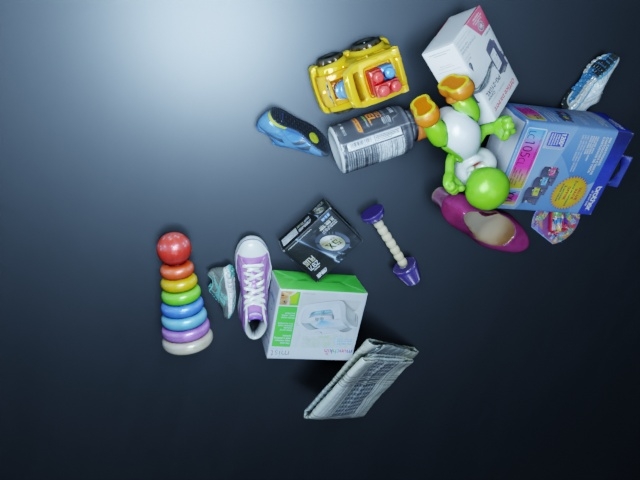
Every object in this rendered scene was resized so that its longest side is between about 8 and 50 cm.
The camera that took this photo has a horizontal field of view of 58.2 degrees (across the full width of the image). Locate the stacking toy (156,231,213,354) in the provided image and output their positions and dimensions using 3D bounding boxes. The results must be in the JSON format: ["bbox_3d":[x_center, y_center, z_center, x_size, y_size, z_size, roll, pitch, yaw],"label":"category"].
[{"bbox_3d":[-0.382,0.136,1.553,0.141,0.141,0.330,-9,110,-10],"label":"stacking toy"}]

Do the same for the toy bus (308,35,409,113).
[{"bbox_3d":[0.102,-0.381,1.384,0.220,0.211,0.149,-22,119,-2],"label":"toy bus"}]

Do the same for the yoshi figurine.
[{"bbox_3d":[0.374,-0.213,1.420,0.362,0.204,0.203,52,50,-34],"label":"yoshi figurine"}]

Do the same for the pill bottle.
[{"bbox_3d":[0.153,-0.270,1.492,0.246,0.130,0.130,-19,117,-6],"label":"pill bottle"}]

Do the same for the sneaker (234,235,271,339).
[{"bbox_3d":[-0.176,0.137,1.580,0.102,0.161,0.282,-5,114,-11],"label":"sneaker"}]

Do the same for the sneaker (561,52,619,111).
[{"bbox_3d":[0.767,-0.433,1.614,0.083,0.071,0.190,25,114,-29],"label":"sneaker"}]

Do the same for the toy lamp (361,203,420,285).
[{"bbox_3d":[0.212,0.020,1.672,0.080,0.080,0.274,-32,115,2],"label":"toy lamp"}]

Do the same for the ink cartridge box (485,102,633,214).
[{"bbox_3d":[0.666,-0.224,1.611,0.396,0.151,0.269,1,125,-17],"label":"ink cartridge box"}]

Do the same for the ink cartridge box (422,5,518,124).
[{"bbox_3d":[0.383,-0.432,1.451,0.237,0.100,0.172,50,59,-27],"label":"ink cartridge box"}]

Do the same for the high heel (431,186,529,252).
[{"bbox_3d":[0.491,-0.028,1.658,0.377,0.181,0.127,22,107,-22],"label":"high heel"}]

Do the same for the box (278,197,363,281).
[{"bbox_3d":[0.000,0.000,1.606,0.180,0.077,0.147,-42,117,7],"label":"box"}]

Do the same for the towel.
[{"bbox_3d":[0.141,0.442,1.785,0.312,0.056,0.324,21,112,-49],"label":"towel"}]

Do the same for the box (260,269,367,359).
[{"bbox_3d":[-0.025,0.219,1.676,0.262,0.127,0.231,6,111,-18],"label":"box"}]

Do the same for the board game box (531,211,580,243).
[{"bbox_3d":[0.744,-0.060,1.791,0.169,0.033,0.133,32,103,-25],"label":"board game box"}]

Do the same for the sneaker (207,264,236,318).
[{"bbox_3d":[-0.279,0.143,1.621,0.076,0.065,0.166,1,111,3],"label":"sneaker"}]

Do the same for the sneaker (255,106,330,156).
[{"bbox_3d":[-0.070,-0.267,1.483,0.209,0.069,0.082,24,139,-32],"label":"sneaker"}]
